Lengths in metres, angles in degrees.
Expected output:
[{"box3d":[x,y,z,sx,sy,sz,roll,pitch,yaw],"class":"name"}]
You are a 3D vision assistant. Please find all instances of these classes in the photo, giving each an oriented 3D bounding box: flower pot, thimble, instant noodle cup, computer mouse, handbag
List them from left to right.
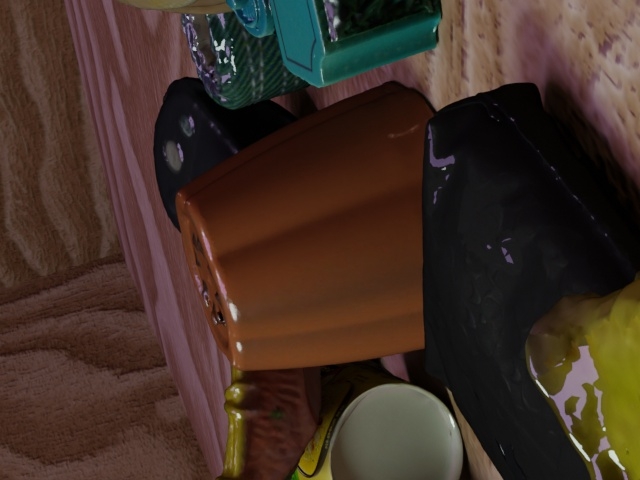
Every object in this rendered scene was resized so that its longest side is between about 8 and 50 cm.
[{"box3d":[-0.059,-0.179,1.216,0.118,0.090,0.135,-128,25,-52],"class":"thimble"},{"box3d":[-0.043,-0.032,1.304,0.269,0.100,0.170,50,145,30],"class":"computer mouse"},{"box3d":[0.000,0.000,1.017,0.190,0.173,0.191,164,90,-76],"class":"flower pot"},{"box3d":[0.035,0.165,1.181,0.122,0.151,0.151,-15,93,69],"class":"instant noodle cup"},{"box3d":[0.122,0.071,0.779,0.247,0.080,0.223,85,162,-49],"class":"handbag"}]

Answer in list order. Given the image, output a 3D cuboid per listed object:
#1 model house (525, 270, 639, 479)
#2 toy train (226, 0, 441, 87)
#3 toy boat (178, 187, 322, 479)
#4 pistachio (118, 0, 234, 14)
[{"box3d":[0.170,0.053,0.307,0.234,0.174,0.193,107,145,-75],"class":"model house"},{"box3d":[-0.001,-0.194,0.913,0.154,0.107,0.198,38,145,56],"class":"toy train"},{"box3d":[-0.051,0.078,1.134,0.141,0.099,0.318,63,-164,-53],"class":"toy boat"},{"box3d":[-0.118,-0.262,1.096,0.293,0.162,0.182,34,109,41],"class":"pistachio"}]
